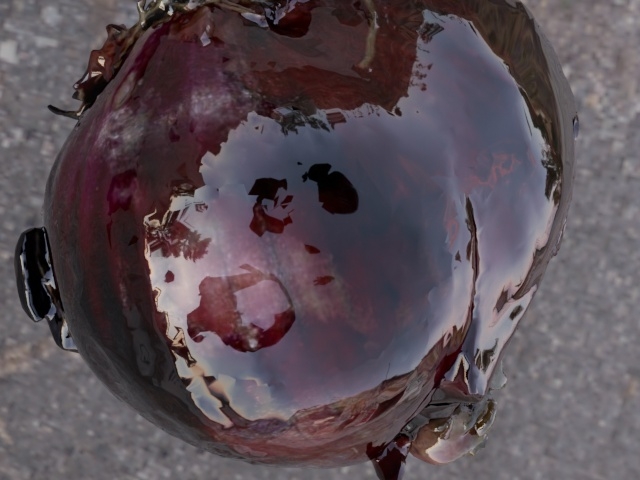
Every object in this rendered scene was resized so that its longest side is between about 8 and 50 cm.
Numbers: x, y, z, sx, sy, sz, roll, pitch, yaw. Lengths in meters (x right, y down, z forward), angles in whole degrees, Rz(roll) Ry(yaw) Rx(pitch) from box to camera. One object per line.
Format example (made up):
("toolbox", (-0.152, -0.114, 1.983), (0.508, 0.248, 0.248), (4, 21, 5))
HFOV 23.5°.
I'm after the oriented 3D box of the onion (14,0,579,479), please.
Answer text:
("onion", (-0.006, -0.017, 0.641), (0.281, 0.221, 0.281), (-8, 90, -73))
